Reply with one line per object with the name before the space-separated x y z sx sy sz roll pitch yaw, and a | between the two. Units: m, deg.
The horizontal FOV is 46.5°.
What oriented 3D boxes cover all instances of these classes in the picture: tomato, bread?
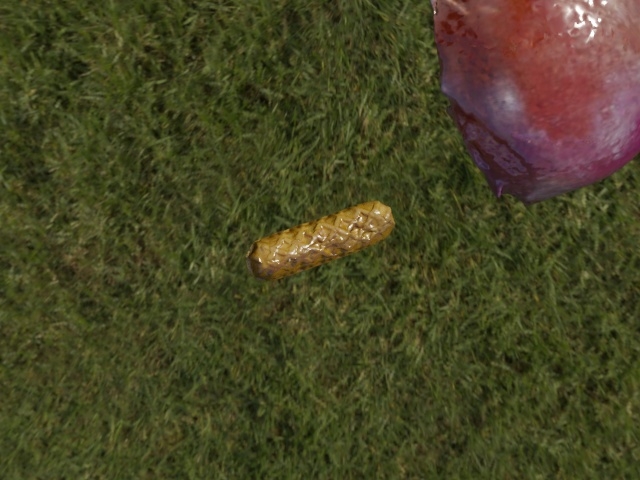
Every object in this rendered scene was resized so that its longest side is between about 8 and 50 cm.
tomato | 0.252 -0.204 0.739 0.290 0.176 0.335 31 70 -42
bread | 0.000 0.000 0.737 0.157 0.052 0.044 -20 79 -14
